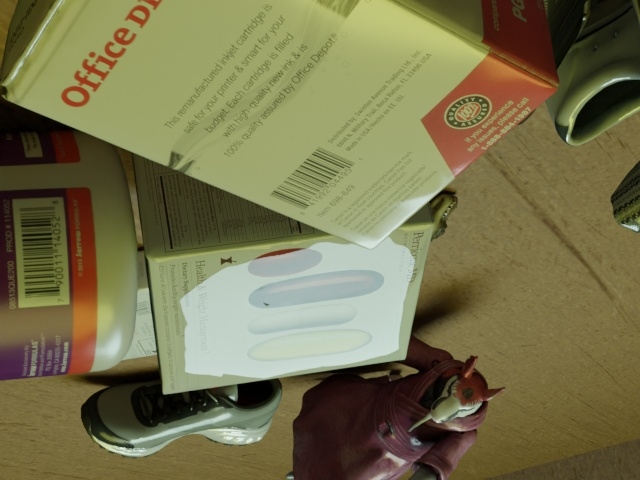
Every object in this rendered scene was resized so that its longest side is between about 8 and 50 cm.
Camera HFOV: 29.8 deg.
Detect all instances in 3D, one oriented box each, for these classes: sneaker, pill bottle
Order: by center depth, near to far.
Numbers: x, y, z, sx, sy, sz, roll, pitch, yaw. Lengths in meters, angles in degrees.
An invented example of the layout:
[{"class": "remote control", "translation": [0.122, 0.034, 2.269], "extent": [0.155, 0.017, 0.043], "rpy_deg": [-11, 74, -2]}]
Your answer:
[{"class": "sneaker", "translation": [0.267, -0.148, 0.845], "extent": [0.094, 0.091, 0.258], "rpy_deg": [9, 151, -41]}, {"class": "pill bottle", "translation": [-0.301, 0.016, 0.854], "extent": [0.323, 0.181, 0.181], "rpy_deg": [-4, 157, -17]}, {"class": "sneaker", "translation": [-0.172, 0.204, 1.522], "extent": [0.271, 0.100, 0.108], "rpy_deg": [-1, 143, -32]}]

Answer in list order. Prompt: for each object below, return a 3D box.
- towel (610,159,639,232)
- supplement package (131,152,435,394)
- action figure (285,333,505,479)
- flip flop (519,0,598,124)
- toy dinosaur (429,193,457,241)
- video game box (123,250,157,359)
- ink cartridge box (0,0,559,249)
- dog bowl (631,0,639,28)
[{"class": "towel", "translation": [0.360, -0.138, 0.795], "extent": [0.312, 0.056, 0.324], "rpy_deg": [-39, 174, 36]}, {"class": "supplement package", "translation": [-0.036, -0.001, 0.935], "extent": [0.203, 0.149, 0.194], "rpy_deg": [-8, 145, -8]}, {"class": "action figure", "translation": [0.117, 0.238, 1.523], "extent": [0.276, 0.248, 0.370], "rpy_deg": [5, 156, -37]}, {"class": "flip flop", "translation": [0.129, -0.153, 0.768], "extent": [0.080, 0.112, 0.277], "rpy_deg": [30, 178, 11]}, {"class": "toy dinosaur", "translation": [0.000, 0.000, 1.131], "extent": [0.268, 0.064, 0.118], "rpy_deg": [-10, 165, 5]}, {"class": "video game box", "translation": [-0.247, 0.080, 1.220], "extent": [0.187, 0.048, 0.205], "rpy_deg": [-12, 158, -3]}, {"class": "ink cartridge box", "translation": [-0.022, -0.101, 0.581], "extent": [0.218, 0.092, 0.158], "rpy_deg": [21, 138, -27]}, {"class": "dog bowl", "translation": [0.278, -0.222, 0.547], "extent": [0.349, 0.102, 0.349], "rpy_deg": [-25, 166, -7]}]
